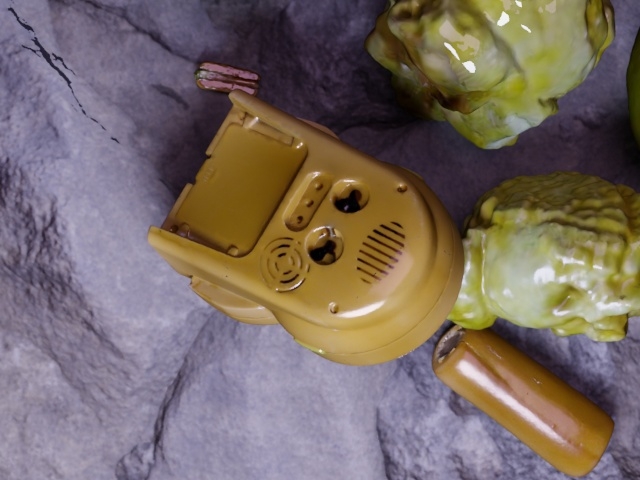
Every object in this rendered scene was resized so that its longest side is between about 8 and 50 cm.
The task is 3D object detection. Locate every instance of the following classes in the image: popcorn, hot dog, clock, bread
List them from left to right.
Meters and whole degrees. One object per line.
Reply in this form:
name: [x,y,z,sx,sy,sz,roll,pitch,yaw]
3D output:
hot dog: [-0.114,-0.195,1.838,0.083,0.021,0.037,14,92,-8]
clock: [0.000,0.000,1.698,0.317,0.200,0.244,26,83,26]
popcorn: [0.199,-0.285,1.772,0.312,0.312,0.312,1,83,-8]
bread: [0.244,0.189,1.822,0.239,0.074,0.092,36,85,-3]
popcorn: [0.272,0.011,1.785,0.286,0.225,0.174,0,117,21]

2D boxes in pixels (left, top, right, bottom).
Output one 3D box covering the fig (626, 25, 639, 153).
fig: [0.532,-0.189,1.772,0.343,0.343,0.343,1,83,-8]
